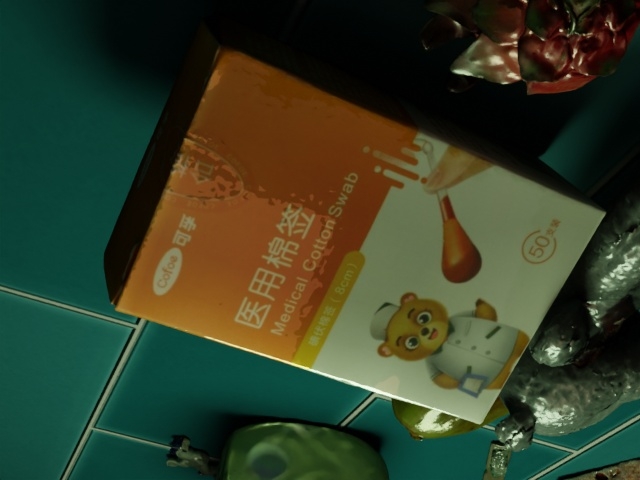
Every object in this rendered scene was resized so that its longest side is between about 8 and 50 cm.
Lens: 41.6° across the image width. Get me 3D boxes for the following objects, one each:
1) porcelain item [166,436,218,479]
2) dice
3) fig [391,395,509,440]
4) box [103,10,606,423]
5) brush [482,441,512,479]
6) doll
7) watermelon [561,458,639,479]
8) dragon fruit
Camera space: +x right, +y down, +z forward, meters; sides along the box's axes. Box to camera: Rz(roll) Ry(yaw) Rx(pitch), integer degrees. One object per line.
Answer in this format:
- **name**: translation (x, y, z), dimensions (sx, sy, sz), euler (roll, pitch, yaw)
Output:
- **porcelain item**: translation (-0.217, 0.357, 1.363), dimensions (0.075, 0.021, 0.136), euler (-13, 138, 23)
- **dice**: translation (-0.041, 0.429, 1.249), dimensions (0.250, 0.252, 0.254), euler (11, 139, -8)
- **fig**: translation (0.152, 0.152, 0.962), dimensions (0.166, 0.154, 0.144), euler (-41, 84, 4)
- **box**: translation (0.020, -0.014, 0.701), dimensions (0.341, 0.143, 0.224), euler (21, 107, -17)
- **brush**: translation (0.271, 0.363, 1.302), dimensions (0.034, 0.027, 0.190), euler (3, 143, 7)
- **doll**: translation (0.272, 0.067, 0.768), dimensions (0.158, 0.246, 0.340), euler (43, 134, 15)
- **watermelon**: translation (0.454, 0.397, 1.254), dimensions (0.241, 0.154, 0.094), euler (-11, 140, 40)
- **dragon fruit**: translation (0.151, -0.162, 0.585), dimensions (0.142, 0.130, 0.121), euler (35, 162, 29)
